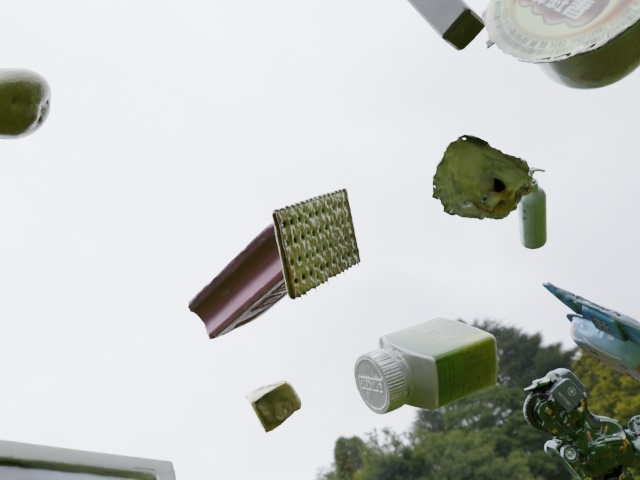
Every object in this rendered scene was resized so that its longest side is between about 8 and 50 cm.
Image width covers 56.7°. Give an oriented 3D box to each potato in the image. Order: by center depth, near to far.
[{"bbox_3d":[-0.635,-0.276,1.162,0.193,0.157,0.157,13,-47,-5],"label":"potato"}]

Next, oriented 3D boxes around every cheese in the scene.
[{"bbox_3d":[0.331,0.109,0.664,0.244,0.135,0.052,34,-95,-49],"label":"cheese"}]

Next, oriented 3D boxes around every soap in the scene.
[{"bbox_3d":[-0.139,0.084,1.480,0.359,0.128,0.233,-41,-11,31],"label":"soap"}]

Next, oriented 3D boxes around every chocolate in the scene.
[{"bbox_3d":[0.311,-0.257,0.678,0.221,0.221,0.147,-41,-41,21],"label":"chocolate"}]

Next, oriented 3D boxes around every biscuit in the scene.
[{"bbox_3d":[-0.060,0.207,0.757,0.056,0.052,0.188,-27,-8,-13],"label":"biscuit"},{"bbox_3d":[0.000,0.000,0.918,0.016,0.139,0.231,-6,10,29],"label":"biscuit"}]

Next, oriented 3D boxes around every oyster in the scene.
[{"bbox_3d":[0.201,-0.076,0.722,0.146,0.045,0.122,-23,-55,-5],"label":"oyster"}]

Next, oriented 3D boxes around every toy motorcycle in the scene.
[{"bbox_3d":[0.516,0.355,1.122,0.187,0.275,0.125,-40,-6,-10],"label":"toy motorcycle"}]

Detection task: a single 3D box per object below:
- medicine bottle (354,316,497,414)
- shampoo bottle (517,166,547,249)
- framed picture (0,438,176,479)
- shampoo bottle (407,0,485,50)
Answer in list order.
[{"bbox_3d":[0.151,0.186,0.878,0.188,0.132,0.088,-12,-76,-30],"label":"medicine bottle"},{"bbox_3d":[0.415,-0.067,1.161,0.056,0.056,0.195,-22,-49,0],"label":"shampoo bottle"},{"bbox_3d":[-0.132,0.186,0.226,0.213,0.289,0.016,23,-73,-32],"label":"framed picture"},{"bbox_3d":[0.241,-0.506,1.248,0.080,0.246,0.079,14,-51,-47],"label":"shampoo bottle"}]
